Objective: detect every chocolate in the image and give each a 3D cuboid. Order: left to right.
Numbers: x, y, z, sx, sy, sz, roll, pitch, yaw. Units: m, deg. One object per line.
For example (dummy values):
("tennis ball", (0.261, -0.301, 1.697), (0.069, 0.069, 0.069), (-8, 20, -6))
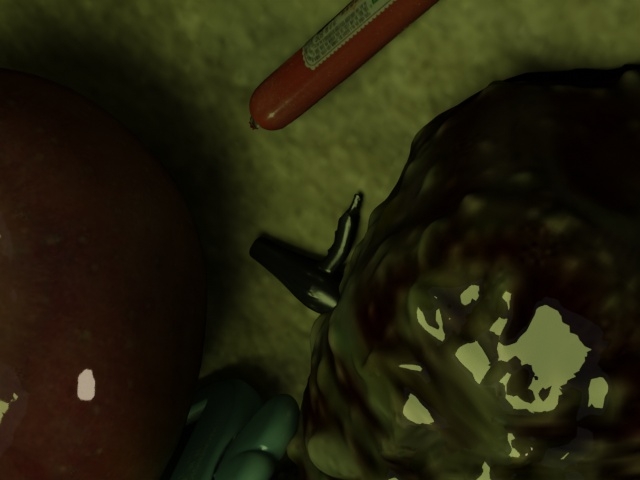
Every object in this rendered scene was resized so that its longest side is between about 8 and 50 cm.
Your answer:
("chocolate", (0.097, 0.077, 0.825), (0.225, 0.210, 0.340), (32, 129, 8))

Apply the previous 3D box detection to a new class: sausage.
("sausage", (0.035, -0.126, 0.855), (0.034, 0.034, 0.253), (49, 129, -3))

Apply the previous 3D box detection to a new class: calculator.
("calculator", (-0.120, 0.180, 1.030), (0.302, 0.188, 0.042), (-27, 115, 39))

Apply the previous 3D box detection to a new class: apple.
("apple", (-0.202, 0.044, 0.954), (0.305, 0.235, 0.306), (-1, 87, 15))

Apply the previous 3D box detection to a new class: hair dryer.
("hair dryer", (0.000, 0.000, 0.963), (0.079, 0.031, 0.083), (34, 116, 21))

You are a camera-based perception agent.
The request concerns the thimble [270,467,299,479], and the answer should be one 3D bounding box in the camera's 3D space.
("thimble", (-0.025, 0.218, 1.024), (0.150, 0.150, 0.098), (-20, 103, 37))
